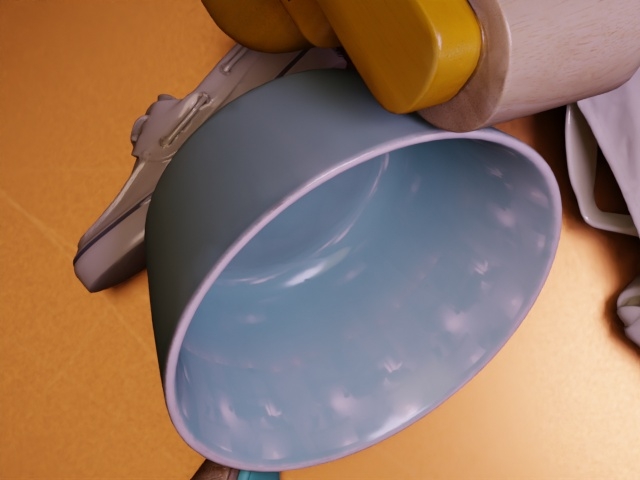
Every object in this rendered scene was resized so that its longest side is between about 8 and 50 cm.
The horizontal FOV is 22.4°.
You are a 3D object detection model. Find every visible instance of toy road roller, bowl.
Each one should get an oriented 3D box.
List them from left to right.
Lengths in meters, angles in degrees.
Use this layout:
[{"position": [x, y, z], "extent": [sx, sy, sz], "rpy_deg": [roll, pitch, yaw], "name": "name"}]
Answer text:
[{"position": [0.000, 0.000, 1.151], "extent": [0.311, 0.311, 0.163], "rpy_deg": [-35, 52, -2], "name": "bowl"}, {"position": [0.048, -0.188, 1.094], "extent": [0.202, 0.240, 0.329], "rpy_deg": [-17, 66, -34], "name": "toy road roller"}]

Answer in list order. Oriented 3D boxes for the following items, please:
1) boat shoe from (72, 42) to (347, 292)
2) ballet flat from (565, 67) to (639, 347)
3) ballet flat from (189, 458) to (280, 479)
[{"position": [-0.101, -0.075, 1.237], "extent": [0.267, 0.096, 0.088], "rpy_deg": [-45, 82, -4], "name": "boat shoe"}, {"position": [0.267, -0.001, 1.200], "extent": [0.139, 0.139, 0.400], "rpy_deg": [-20, 104, -1], "name": "ballet flat"}, {"position": [-0.094, 0.309, 1.209], "extent": [0.124, 0.116, 0.342], "rpy_deg": [-3, 89, 21], "name": "ballet flat"}]
